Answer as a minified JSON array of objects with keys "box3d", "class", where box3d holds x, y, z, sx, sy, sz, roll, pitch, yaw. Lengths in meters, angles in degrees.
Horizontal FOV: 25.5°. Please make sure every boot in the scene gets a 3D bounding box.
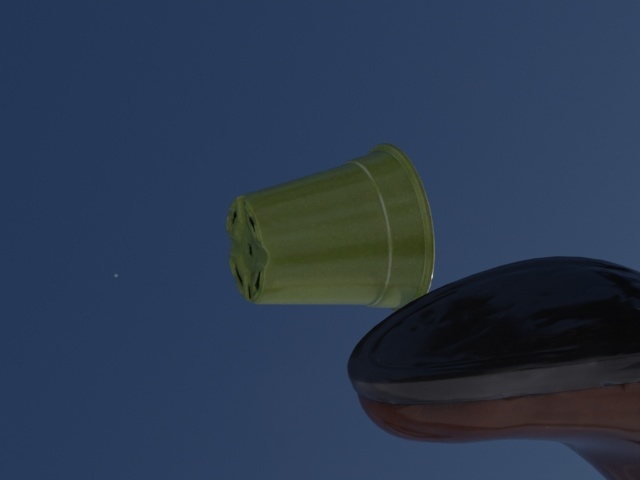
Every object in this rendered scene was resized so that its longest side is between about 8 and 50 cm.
[{"box3d":[0.149,0.144,0.601,0.264,0.096,0.280,-7,-66,-9],"class":"boot"}]

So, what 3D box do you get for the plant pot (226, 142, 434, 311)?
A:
[{"box3d":[0.000,0.000,0.669,0.079,0.083,0.083,-9,-90,-22],"class":"plant pot"}]
